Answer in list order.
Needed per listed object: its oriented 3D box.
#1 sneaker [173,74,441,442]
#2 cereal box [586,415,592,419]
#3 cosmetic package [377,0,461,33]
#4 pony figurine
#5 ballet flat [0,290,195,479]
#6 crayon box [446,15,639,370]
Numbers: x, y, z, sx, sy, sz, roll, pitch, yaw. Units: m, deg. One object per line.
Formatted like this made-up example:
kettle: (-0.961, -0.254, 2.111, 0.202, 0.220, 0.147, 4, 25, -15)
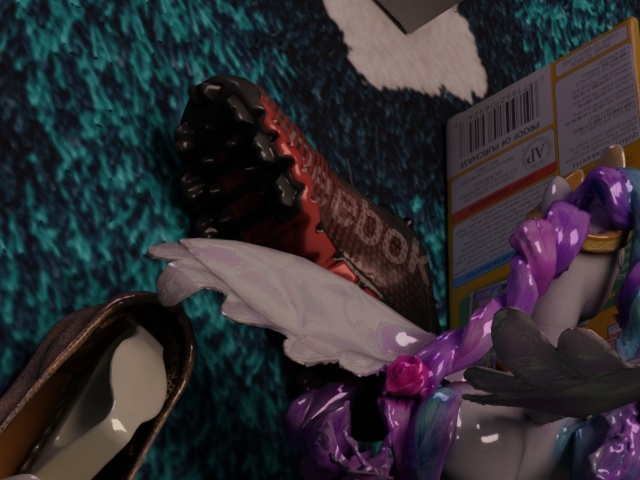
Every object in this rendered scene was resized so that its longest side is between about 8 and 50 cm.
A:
sneaker: (0.000, 0.000, 1.148, 0.276, 0.097, 0.135, 59, 36, -7)
cereal box: (0.270, 0.237, 1.293, 0.173, 0.047, 0.240, 13, 63, -69)
cosmetic package: (0.097, -0.315, 1.471, 0.127, 0.107, 0.238, 43, 37, -22)
pony figurine: (0.088, 0.114, 0.985, 0.351, 0.302, 0.364, 0, 103, -58)
ballet flat: (-0.150, 0.132, 0.872, 0.107, 0.106, 0.316, 46, 39, -20)
crayon box: (0.200, 0.006, 1.295, 0.083, 0.203, 0.323, 32, 46, -34)
